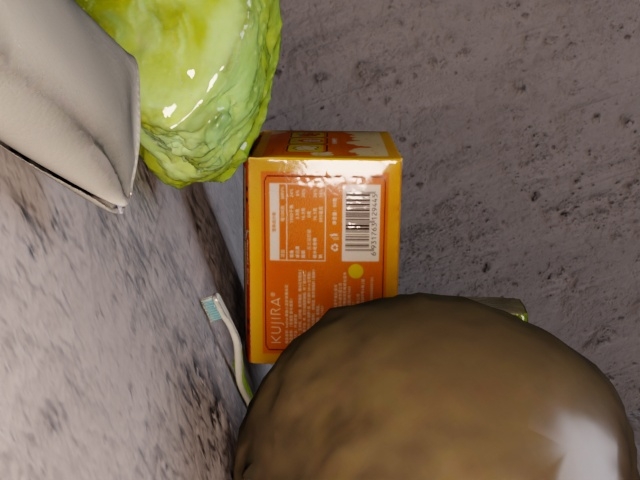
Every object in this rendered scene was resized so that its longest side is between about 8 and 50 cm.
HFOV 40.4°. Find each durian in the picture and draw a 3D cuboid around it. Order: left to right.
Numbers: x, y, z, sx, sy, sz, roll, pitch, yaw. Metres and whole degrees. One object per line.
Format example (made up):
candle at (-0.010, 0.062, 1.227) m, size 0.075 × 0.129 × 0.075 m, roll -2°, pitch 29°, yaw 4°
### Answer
durian at (-0.140, -0.197, 0.857) m, size 0.340 × 0.204 × 0.256 m, roll 91°, pitch 2°, yaw -75°

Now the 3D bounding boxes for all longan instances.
longan at (0.118, 0.259, 0.797) m, size 0.436 × 0.403 × 0.404 m, roll -112°, pitch -178°, yaw -57°

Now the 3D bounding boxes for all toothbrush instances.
toothbrush at (-0.086, 0.173, 1.046) m, size 0.022 × 0.026 × 0.263 m, roll -91°, pitch 164°, yaw -62°

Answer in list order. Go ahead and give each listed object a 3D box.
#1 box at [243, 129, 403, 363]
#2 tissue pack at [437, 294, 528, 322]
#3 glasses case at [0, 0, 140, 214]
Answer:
box at (0.000, 0.000, 1.225) m, size 0.259 × 0.213 × 0.284 m, roll -92°, pitch -176°, yaw -75°
tissue pack at (0.177, 0.214, 1.106) m, size 0.200 × 0.167 × 0.275 m, roll -13°, pitch 103°, yaw -81°
glasses case at (-0.171, -0.101, 0.455) m, size 0.308 × 0.083 × 0.128 m, roll 64°, pitch 14°, yaw -77°
